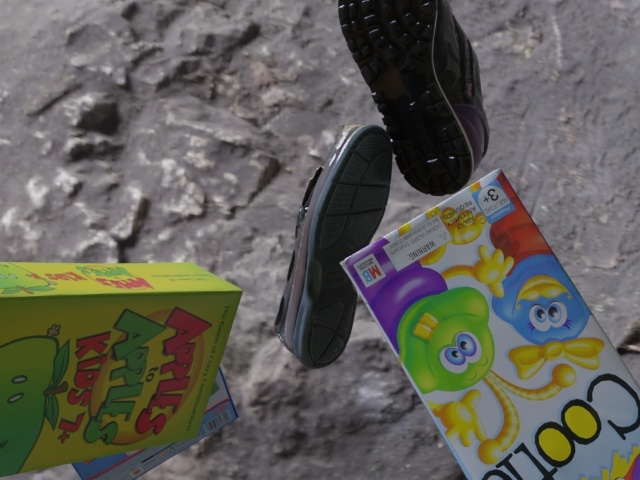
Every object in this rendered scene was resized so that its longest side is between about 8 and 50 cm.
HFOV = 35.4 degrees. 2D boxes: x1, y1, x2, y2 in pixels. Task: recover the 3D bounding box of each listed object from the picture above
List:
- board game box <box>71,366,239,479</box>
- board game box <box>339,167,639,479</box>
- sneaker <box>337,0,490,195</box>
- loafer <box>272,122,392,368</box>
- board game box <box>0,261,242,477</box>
[{"bbox_3d":[-0.167,0.138,0.902,0.160,0.211,0.039,-29,55,-15],"label":"board game box"},{"bbox_3d":[0.150,0.106,0.781,0.142,0.144,0.275,-31,80,1],"label":"board game box"},{"bbox_3d":[0.105,-0.197,1.040,0.107,0.124,0.283,-3,114,32],"label":"sneaker"},{"bbox_3d":[0.000,0.000,1.053,0.084,0.096,0.267,26,109,43],"label":"loafer"},{"bbox_3d":[-0.123,0.060,0.493,0.043,0.181,0.092,25,103,33],"label":"board game box"}]
